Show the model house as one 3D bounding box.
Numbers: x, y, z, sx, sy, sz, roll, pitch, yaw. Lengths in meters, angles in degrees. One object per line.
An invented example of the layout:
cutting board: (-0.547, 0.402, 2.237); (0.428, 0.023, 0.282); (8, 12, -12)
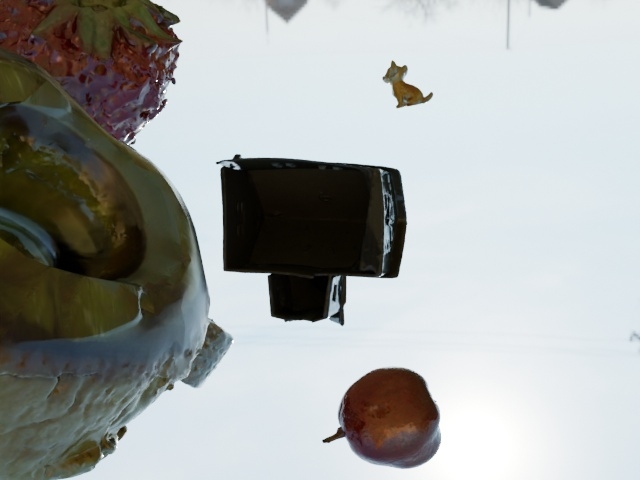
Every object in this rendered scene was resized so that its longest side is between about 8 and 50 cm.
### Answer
model house: (0.000, 0.000, 1.152); (0.211, 0.204, 0.243); (3, -177, 12)

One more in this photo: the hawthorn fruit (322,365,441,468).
hawthorn fruit: (0.109, 0.337, 1.695); (0.226, 0.196, 0.196); (-14, -160, -15)

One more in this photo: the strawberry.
strawberry: (-0.354, -0.215, 1.341); (0.292, 0.343, 0.292); (13, -147, -9)

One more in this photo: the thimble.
thimble: (-0.285, 0.200, 1.880); (0.196, 0.148, 0.229); (35, 173, 16)

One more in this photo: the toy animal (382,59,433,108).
toy animal: (0.147, -0.270, 1.563); (0.081, 0.083, 0.060); (-9, -172, 32)

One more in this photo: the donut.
donut: (-0.213, -0.001, 0.627); (0.160, 0.330, 0.330); (-40, -177, 23)
